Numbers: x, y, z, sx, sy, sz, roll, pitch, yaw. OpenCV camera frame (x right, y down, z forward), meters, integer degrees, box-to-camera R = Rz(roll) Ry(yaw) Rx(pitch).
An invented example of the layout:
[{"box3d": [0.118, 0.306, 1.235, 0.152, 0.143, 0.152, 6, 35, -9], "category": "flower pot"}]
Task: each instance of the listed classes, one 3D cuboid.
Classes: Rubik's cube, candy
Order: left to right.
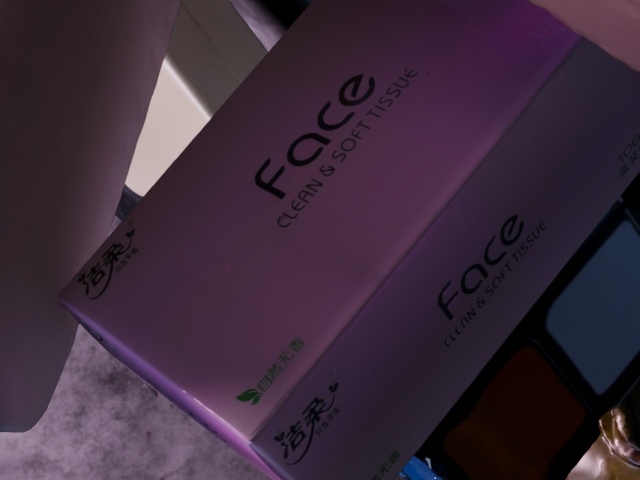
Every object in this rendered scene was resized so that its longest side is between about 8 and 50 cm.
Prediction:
[{"box3d": [-0.169, -0.111, 0.651, 0.145, 0.358, 0.208, 6, 155, 15], "category": "candy"}, {"box3d": [0.064, 0.024, 0.793, 0.183, 0.180, 0.167, 46, 167, -35], "category": "Rubik's cube"}]

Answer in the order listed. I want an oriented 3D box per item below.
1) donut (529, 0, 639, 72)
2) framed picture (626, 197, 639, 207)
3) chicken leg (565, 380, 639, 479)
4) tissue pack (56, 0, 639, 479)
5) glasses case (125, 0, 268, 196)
[{"box3d": [0.093, -0.125, 0.401, 0.233, 0.085, 0.199, 41, 169, -6], "category": "donut"}, {"box3d": [0.150, -0.011, 0.866, 0.109, 0.011, 0.149, 34, 168, 29], "category": "framed picture"}, {"box3d": [0.289, 0.233, 1.028, 0.361, 0.140, 0.211, 42, 162, 12], "category": "chicken leg"}, {"box3d": [0.026, -0.017, 0.637, 0.149, 0.246, 0.092, 29, 164, 42], "category": "tissue pack"}, {"box3d": [-0.155, -0.172, 0.898, 0.131, 0.070, 0.313, -18, 115, 51], "category": "glasses case"}]
